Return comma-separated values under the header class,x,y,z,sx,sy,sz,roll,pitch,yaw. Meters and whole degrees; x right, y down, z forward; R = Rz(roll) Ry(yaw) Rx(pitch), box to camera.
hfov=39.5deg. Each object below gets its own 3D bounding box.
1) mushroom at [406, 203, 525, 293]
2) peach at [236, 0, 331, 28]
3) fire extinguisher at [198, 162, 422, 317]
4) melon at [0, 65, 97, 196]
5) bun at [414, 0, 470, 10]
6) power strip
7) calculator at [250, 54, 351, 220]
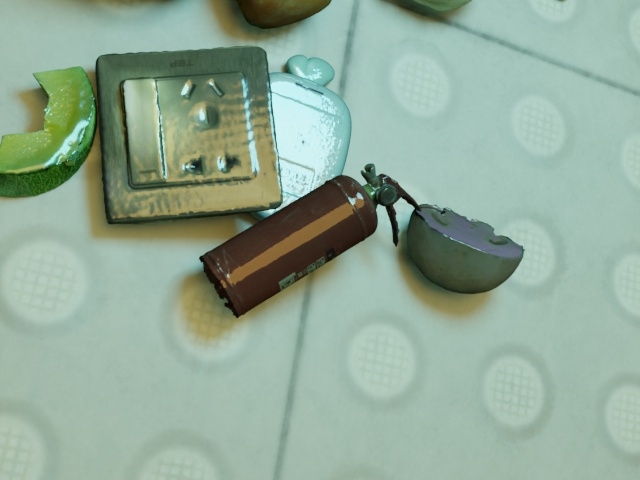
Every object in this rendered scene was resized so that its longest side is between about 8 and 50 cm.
class,x,y,z,sx,sy,sz,roll,pitch,yaw
mushroom,0.217,0.021,1.416,0.188,0.141,0.117,26,101,-1
peach,-0.056,-0.442,1.381,0.214,0.214,0.235,27,85,-14
fire extinguisher,0.000,0.000,1.311,0.337,0.106,0.147,-30,122,-13
melon,-0.377,-0.154,1.246,0.118,0.064,0.209,17,69,-12
bun,0.182,-0.494,1.520,0.229,0.145,0.229,35,36,-31
power strip,-0.194,-0.151,1.302,0.251,0.092,0.257,-3,79,-14
calculator,-0.041,-0.162,1.393,0.184,0.042,0.295,18,72,-17
